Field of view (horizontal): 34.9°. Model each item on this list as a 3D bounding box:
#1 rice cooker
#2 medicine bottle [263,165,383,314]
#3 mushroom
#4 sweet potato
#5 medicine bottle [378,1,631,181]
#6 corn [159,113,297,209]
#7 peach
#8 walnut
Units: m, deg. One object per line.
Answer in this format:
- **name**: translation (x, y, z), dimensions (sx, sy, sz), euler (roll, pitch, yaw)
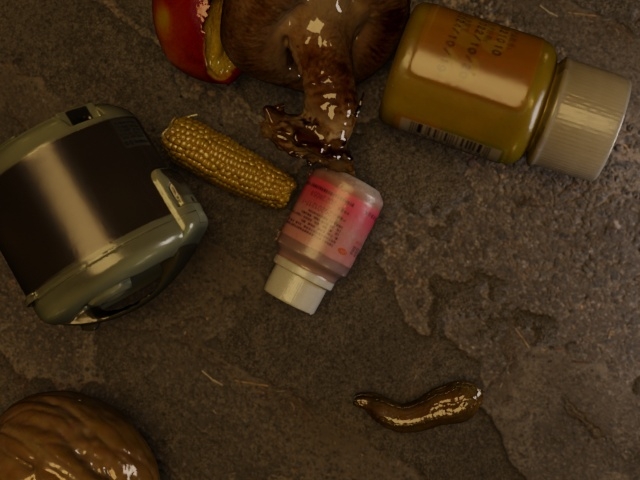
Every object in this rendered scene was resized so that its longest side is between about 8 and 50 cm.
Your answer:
- **rice cooker**: translation (-0.379, -0.031, 1.724), dimensions (0.335, 0.335, 0.325), euler (-32, 86, 2)
- **medicine bottle**: translation (0.000, 0.000, 1.787), dimensions (0.147, 0.147, 0.247), euler (27, 90, 5)
- **mushroom**: translation (-0.009, -0.350, 1.686), dimensions (0.331, 0.356, 0.334), euler (26, 123, -23)
- **sweet potato**: translation (0.176, 0.298, 1.806), dimensions (0.233, 0.062, 0.081), euler (-8, 72, 7)
- **medicine bottle**: translation (0.310, -0.247, 1.733), dimensions (0.385, 0.224, 0.224), euler (19, 89, 6)
- **corn**: translation (-0.166, -0.137, 1.830), dimensions (0.260, 0.091, 0.091), euler (27, 125, 4)
- **peach**: translation (-0.194, -0.388, 1.792), dimensions (0.196, 0.190, 0.226), euler (-23, 80, -5)
- **walnut**: translation (-0.431, 0.422, 1.733), dimensions (0.333, 0.333, 0.332), euler (0, 88, 4)
